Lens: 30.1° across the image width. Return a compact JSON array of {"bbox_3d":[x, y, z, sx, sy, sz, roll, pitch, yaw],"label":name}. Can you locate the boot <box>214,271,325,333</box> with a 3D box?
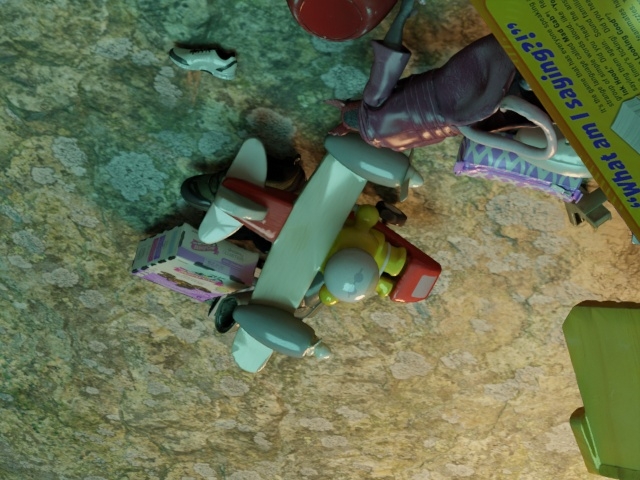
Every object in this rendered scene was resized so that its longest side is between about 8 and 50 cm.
[{"bbox_3d":[-0.075,0.095,2.182,0.208,0.076,0.190,1,134,-36],"label":"boot"}]

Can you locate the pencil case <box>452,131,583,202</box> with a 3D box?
[{"bbox_3d":[0.311,-0.115,1.850,0.206,0.088,0.086,14,143,2],"label":"pencil case"}]

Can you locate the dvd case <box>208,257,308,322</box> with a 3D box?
[{"bbox_3d":[-0.107,0.122,2.375,0.179,0.030,0.239,22,143,-11],"label":"dvd case"}]

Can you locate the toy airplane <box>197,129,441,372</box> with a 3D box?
[{"bbox_3d":[0.000,0.000,1.893,0.384,0.272,0.386,-21,121,-9],"label":"toy airplane"}]

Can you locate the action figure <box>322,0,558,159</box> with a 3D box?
[{"bbox_3d":[0.171,-0.178,1.655,0.370,0.276,0.248,-12,141,27],"label":"action figure"}]

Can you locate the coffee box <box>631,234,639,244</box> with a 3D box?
[{"bbox_3d":[0.596,-0.065,1.777,0.246,0.141,0.098,4,143,12],"label":"coffee box"}]

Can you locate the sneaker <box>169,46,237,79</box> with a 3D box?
[{"bbox_3d":[-0.179,-0.283,1.835,0.109,0.040,0.044,13,129,-5],"label":"sneaker"}]

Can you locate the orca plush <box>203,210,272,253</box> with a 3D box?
[{"bbox_3d":[-0.077,-0.005,2.123,0.287,0.102,0.151,16,145,-3],"label":"orca plush"}]

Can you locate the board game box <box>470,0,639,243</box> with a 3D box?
[{"bbox_3d":[0.444,-0.273,1.268,0.356,0.356,0.356,-24,112,41],"label":"board game box"}]

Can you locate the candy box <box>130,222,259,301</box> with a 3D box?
[{"bbox_3d":[-0.236,0.044,2.225,0.164,0.070,0.196,24,157,-27],"label":"candy box"}]

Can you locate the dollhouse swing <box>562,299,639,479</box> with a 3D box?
[{"bbox_3d":[0.595,0.229,1.865,0.315,0.305,0.346,-7,-177,-34],"label":"dollhouse swing"}]

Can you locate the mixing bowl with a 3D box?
[{"bbox_3d":[0.023,-0.338,1.630,0.181,0.098,0.181,9,146,6],"label":"mixing bowl"}]

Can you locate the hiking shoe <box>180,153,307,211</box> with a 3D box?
[{"bbox_3d":[-0.133,-0.113,2.025,0.226,0.086,0.114,-4,134,9],"label":"hiking shoe"}]

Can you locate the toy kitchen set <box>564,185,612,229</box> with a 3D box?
[{"bbox_3d":[0.447,-0.048,1.919,0.068,0.083,0.075,-34,137,-5],"label":"toy kitchen set"}]

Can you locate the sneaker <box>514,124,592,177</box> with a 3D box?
[{"bbox_3d":[0.423,-0.158,1.690,0.290,0.106,0.123,5,130,8],"label":"sneaker"}]
